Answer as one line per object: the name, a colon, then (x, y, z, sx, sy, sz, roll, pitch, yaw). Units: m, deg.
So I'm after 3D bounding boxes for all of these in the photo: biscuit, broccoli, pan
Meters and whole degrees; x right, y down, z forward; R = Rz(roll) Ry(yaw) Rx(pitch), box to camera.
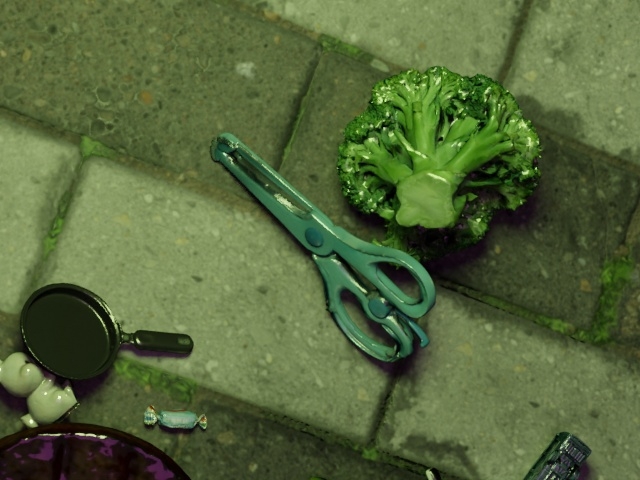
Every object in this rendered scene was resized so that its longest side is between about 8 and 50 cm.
biscuit: (-0.318, 0.428, 1.828, 0.407, 0.091, 0.407, -1, 95, -12)
broccoli: (0.155, -0.094, 1.899, 0.269, 0.241, 0.261, -2, 108, 17)
pan: (-0.277, 0.126, 1.877, 0.235, 0.028, 0.136, 10, 57, -25)

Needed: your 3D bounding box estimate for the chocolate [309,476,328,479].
chocolate: (0.039, 0.468, 1.788, 0.137, 0.289, 0.301, 42, 68, -31)

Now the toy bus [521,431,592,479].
toy bus: (0.298, 0.335, 1.976, 0.047, 0.065, 0.166, 40, 82, -6)

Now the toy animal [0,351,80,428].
toy animal: (-0.371, 0.181, 1.850, 0.085, 0.071, 0.124, -39, 105, 12)

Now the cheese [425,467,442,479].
cheese: (0.183, 0.380, 1.951, 0.036, 0.086, 0.162, -29, 79, 23)

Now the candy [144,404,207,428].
candy: (-0.190, 0.231, 1.907, 0.083, 0.020, 0.030, 4, 89, -12)

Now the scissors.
scissors: (0.000, 0.000, 1.916, 0.393, 0.180, 0.032, 44, 43, 7)
